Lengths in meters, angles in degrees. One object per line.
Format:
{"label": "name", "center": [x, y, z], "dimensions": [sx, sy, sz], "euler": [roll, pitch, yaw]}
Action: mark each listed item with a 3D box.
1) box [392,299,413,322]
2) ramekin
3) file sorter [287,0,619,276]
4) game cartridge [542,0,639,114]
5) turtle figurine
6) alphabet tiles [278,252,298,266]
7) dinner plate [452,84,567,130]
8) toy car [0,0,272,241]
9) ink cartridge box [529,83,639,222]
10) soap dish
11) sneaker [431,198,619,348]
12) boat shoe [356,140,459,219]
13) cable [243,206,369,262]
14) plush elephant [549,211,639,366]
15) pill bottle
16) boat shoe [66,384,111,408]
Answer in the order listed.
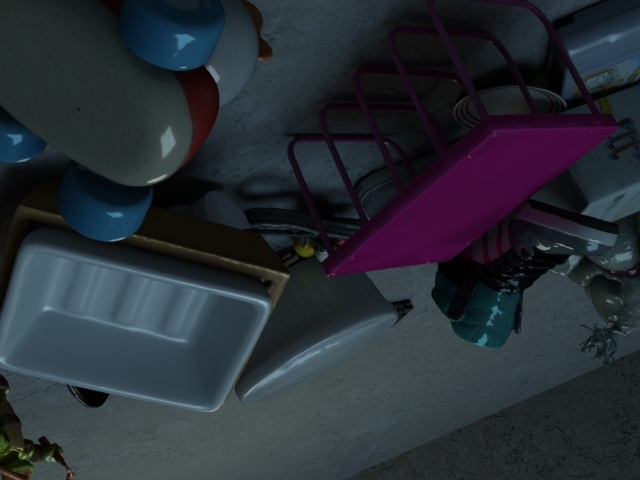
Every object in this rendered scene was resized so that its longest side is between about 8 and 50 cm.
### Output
{"label": "box", "center": [0.121, 0.139, 2.090], "dimensions": [0.067, 0.018, 0.083], "euler": [-9, 155, -33]}
{"label": "ramekin", "center": [-0.028, 0.124, 1.704], "dimensions": [0.272, 0.127, 0.273], "euler": [-28, 167, -7]}
{"label": "file sorter", "center": [0.127, -0.115, 1.255], "dimensions": [0.202, 0.182, 0.290], "euler": [-5, 154, -41]}
{"label": "game cartridge", "center": [0.380, -0.218, 1.451], "dimensions": [0.198, 0.062, 0.297], "euler": [-19, 159, 0]}
{"label": "turtle figurine", "center": [-0.415, 0.238, 1.499], "dimensions": [0.087, 0.217, 0.269], "euler": [-25, 159, 5]}
{"label": "alphabet tiles", "center": [-0.146, 0.074, 1.492], "dimensions": [0.237, 0.009, 0.198], "euler": [-22, -173, 35]}
{"label": "dinner plate", "center": [0.236, -0.166, 1.429], "dimensions": [0.141, 0.017, 0.141], "euler": [0, 160, 0]}
{"label": "toy car", "center": [-0.141, -0.163, 0.936], "dimensions": [0.238, 0.210, 0.219], "euler": [-42, 165, -50]}
{"label": "ink cartridge box", "center": [0.352, -0.096, 1.452], "dimensions": [0.176, 0.127, 0.128], "euler": [-20, 160, -21]}
{"label": "soap dish", "center": [-0.207, 0.062, 1.256], "dimensions": [0.290, 0.118, 0.229], "euler": [15, 130, -15]}
{"label": "sneaker", "center": [0.227, 0.043, 1.368], "dimensions": [0.123, 0.179, 0.295], "euler": [14, 178, -25]}
{"label": "boat shoe", "center": [0.164, -0.073, 1.535], "dimensions": [0.227, 0.081, 0.079], "euler": [-20, 159, -9]}
{"label": "cable", "center": [0.000, 0.000, 1.492], "dimensions": [0.139, 0.072, 0.287], "euler": [4, 180, 18]}
{"label": "plush elephant", "center": [0.517, 0.013, 1.931], "dimensions": [0.330, 0.271, 0.255], "euler": [-46, 136, -39]}
{"label": "pill bottle", "center": [-0.179, 0.023, 1.377], "dimensions": [0.193, 0.108, 0.108], "euler": [-34, 157, 26]}
{"label": "boat shoe", "center": [-0.310, 0.151, 1.572], "dimensions": [0.102, 0.092, 0.285], "euler": [-15, 157, -20]}
